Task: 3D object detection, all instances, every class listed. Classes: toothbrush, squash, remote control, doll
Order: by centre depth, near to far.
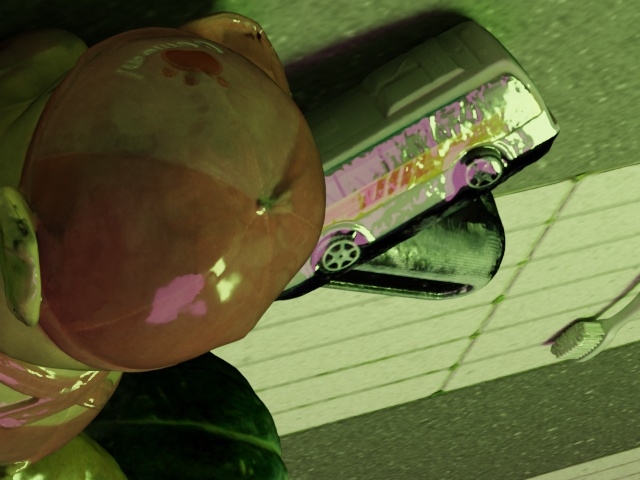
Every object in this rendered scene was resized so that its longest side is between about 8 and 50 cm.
[{"bbox_3d":[-0.102,-0.005,0.761,0.256,0.152,0.196,-28,-156,46],"label":"doll"},{"bbox_3d":[0.000,0.000,0.979,0.266,0.066,0.090,1,147,-44],"label":"remote control"},{"bbox_3d":[-0.119,0.154,1.061,0.172,0.218,0.218,-9,158,-43],"label":"squash"},{"bbox_3d":[0.255,0.021,1.321,0.029,0.025,0.307,2,152,-28],"label":"toothbrush"}]

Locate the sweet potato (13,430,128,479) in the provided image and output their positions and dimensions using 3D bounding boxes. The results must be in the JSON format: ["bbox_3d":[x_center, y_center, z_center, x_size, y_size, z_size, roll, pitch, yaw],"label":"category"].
[{"bbox_3d":[-0.282,0.099,0.842,0.422,0.130,0.130,1,153,-22],"label":"sweet potato"}]

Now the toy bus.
[{"bbox_3d":[0.025,-0.037,0.871,0.172,0.057,0.072,-31,128,0],"label":"toy bus"}]
